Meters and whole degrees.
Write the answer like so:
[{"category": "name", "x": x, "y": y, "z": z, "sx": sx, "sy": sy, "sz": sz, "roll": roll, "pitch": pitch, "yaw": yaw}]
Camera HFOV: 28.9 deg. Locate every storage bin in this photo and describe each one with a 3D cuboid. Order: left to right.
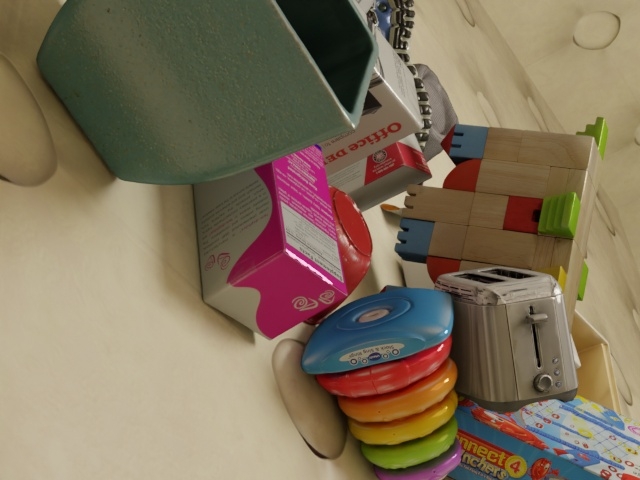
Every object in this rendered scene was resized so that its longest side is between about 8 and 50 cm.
[{"category": "storage bin", "x": 0.396, "y": 0.243, "z": 2.084, "sx": 0.262, "sy": 0.123, "sz": 0.260, "roll": 41, "pitch": 36, "yaw": -42}]

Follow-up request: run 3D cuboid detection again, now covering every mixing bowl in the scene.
[{"category": "mixing bowl", "x": 0.000, "y": 0.000, "z": 1.486, "sx": 0.181, "sy": 0.098, "sz": 0.181, "roll": 51, "pitch": 23, "yaw": -32}]

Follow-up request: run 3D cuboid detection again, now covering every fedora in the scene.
[{"category": "fedora", "x": 0.152, "y": -0.218, "z": 2.099, "sx": 0.244, "sy": 0.124, "sz": 0.275, "roll": 60, "pitch": 20, "yaw": -10}]

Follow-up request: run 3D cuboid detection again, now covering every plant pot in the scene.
[{"category": "plant pot", "x": -0.121, "y": -0.194, "z": 1.200, "sx": 0.248, "sy": 0.252, "sz": 0.247, "roll": 57, "pitch": 21, "yaw": -18}]

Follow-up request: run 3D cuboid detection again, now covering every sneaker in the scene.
[{"category": "sneaker", "x": 0.085, "y": -0.240, "z": 1.930, "sx": 0.130, "sy": 0.147, "sz": 0.330, "roll": 2, "pitch": 80, "yaw": -21}]

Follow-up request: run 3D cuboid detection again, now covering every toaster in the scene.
[{"category": "toaster", "x": 0.212, "y": 0.113, "z": 1.486, "sx": 0.227, "sy": 0.129, "sz": 0.146, "roll": -168, "pitch": -108, "yaw": -72}]

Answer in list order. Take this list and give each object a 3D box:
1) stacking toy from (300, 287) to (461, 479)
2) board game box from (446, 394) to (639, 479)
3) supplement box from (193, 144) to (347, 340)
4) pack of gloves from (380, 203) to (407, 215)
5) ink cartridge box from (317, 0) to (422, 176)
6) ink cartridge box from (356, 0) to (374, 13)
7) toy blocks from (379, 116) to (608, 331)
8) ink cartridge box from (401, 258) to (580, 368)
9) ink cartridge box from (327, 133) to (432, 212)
[{"category": "stacking toy", "x": 0.101, "y": 0.222, "z": 1.430, "sx": 0.166, "sy": 0.175, "sz": 0.302, "roll": -65, "pitch": 139, "yaw": -72}, {"category": "board game box", "x": 0.283, "y": 0.263, "z": 1.617, "sx": 0.302, "sy": 0.086, "sz": 0.308, "roll": 24, "pitch": 13, "yaw": 15}, {"category": "supplement box", "x": -0.059, "y": -0.023, "z": 1.333, "sx": 0.114, "sy": 0.111, "sz": 0.220, "roll": 37, "pitch": 33, "yaw": -40}, {"category": "pack of gloves", "x": 0.223, "y": -0.005, "z": 1.986, "sx": 0.232, "sy": 0.195, "sz": 0.046, "roll": 16, "pitch": 88, "yaw": -63}, {"category": "ink cartridge box", "x": -0.025, "y": -0.210, "z": 1.540, "sx": 0.273, "sy": 0.197, "sz": 0.114, "roll": 44, "pitch": 29, "yaw": -42}, {"category": "ink cartridge box", "x": -0.028, "y": -0.418, "z": 1.667, "sx": 0.226, "sy": 0.131, "sz": 0.306, "roll": 34, "pitch": 2, "yaw": 6}, {"category": "toy blocks", "x": 0.224, "y": -0.005, "z": 1.689, "sx": 0.191, "sy": 0.261, "sz": 0.381, "roll": 41, "pitch": 60, "yaw": -64}, {"category": "ink cartridge box", "x": 0.257, "y": 0.109, "z": 1.881, "sx": 0.232, "sy": 0.168, "sz": 0.171, "roll": 42, "pitch": 30, "yaw": -46}, {"category": "ink cartridge box", "x": 0.055, "y": -0.149, "z": 1.762, "sx": 0.127, "sy": 0.128, "sz": 0.176, "roll": 11, "pitch": 55, "yaw": -66}]
